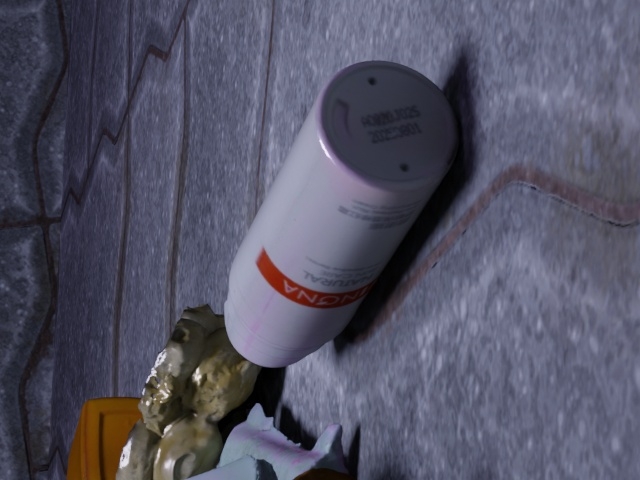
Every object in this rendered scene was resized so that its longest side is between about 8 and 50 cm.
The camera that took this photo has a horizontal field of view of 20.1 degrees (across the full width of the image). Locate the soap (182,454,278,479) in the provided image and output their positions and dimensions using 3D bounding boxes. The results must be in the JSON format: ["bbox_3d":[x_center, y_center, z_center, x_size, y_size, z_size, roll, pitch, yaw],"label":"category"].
[{"bbox_3d":[-0.053,0.249,1.269,0.145,0.091,0.230,-102,-7,-47],"label":"soap"}]

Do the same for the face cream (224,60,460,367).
[{"bbox_3d":[0.000,0.000,1.281,0.345,0.102,0.102,118,153,-60],"label":"face cream"}]

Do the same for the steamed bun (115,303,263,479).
[{"bbox_3d":[-0.104,0.154,1.652,0.192,0.106,0.177,-59,-10,-78],"label":"steamed bun"}]

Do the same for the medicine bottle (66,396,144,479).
[{"bbox_3d":[-0.246,0.300,2.178,0.222,0.112,0.149,114,156,-54],"label":"medicine bottle"}]

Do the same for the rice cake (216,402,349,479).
[{"bbox_3d":[-0.027,0.179,1.457,0.290,0.051,0.081,175,116,-74],"label":"rice cake"}]

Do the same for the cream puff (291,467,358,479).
[{"bbox_3d":[0.016,0.256,1.059,0.269,0.155,0.241,-112,23,-47],"label":"cream puff"}]
